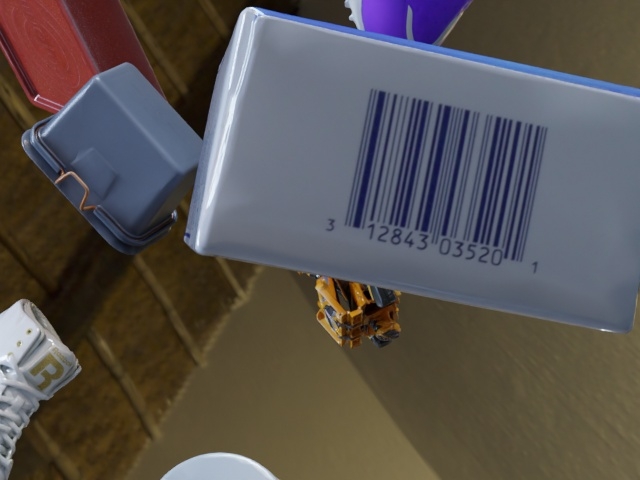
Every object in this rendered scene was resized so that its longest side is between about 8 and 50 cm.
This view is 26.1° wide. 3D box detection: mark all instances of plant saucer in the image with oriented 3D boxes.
[{"bbox_3d":[-0.274,-0.211,1.429,0.048,0.259,0.258,-41,-49,-23],"label":"plant saucer"}]

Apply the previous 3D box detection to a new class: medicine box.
[{"bbox_3d":[0.052,-0.041,0.931,0.263,0.289,0.149,11,-90,-7],"label":"medicine box"}]

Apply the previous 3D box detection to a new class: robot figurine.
[{"bbox_3d":[0.000,0.000,1.600,0.085,0.291,0.211,-27,-22,-10],"label":"robot figurine"}]

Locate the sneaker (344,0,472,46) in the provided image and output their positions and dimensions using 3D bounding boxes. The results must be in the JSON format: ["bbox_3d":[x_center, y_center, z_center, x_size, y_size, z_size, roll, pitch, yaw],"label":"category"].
[{"bbox_3d":[0.123,-0.227,0.846,0.102,0.146,0.293,-2,-57,-52],"label":"sneaker"}]

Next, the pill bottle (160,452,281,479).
[{"bbox_3d":[-0.099,0.391,1.673,0.204,0.204,0.361,-26,-26,-8],"label":"pill bottle"}]

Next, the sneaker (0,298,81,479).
[{"bbox_3d":[-0.325,0.166,1.399,0.169,0.292,0.108,-34,-55,6],"label":"sneaker"}]

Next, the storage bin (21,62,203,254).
[{"bbox_3d":[-0.159,-0.071,1.103,0.135,0.098,0.091,47,-57,3],"label":"storage bin"}]
